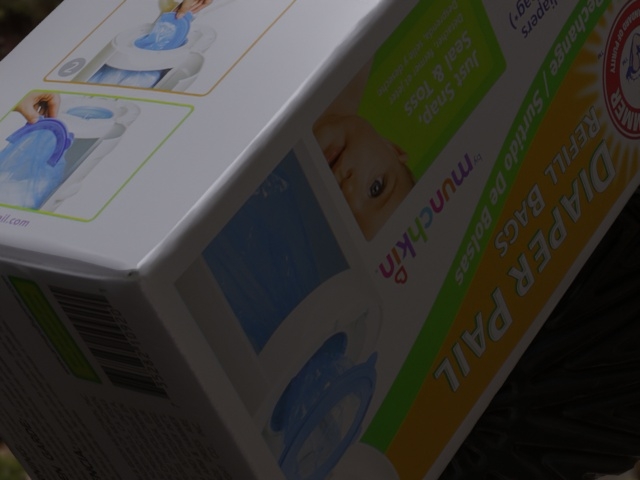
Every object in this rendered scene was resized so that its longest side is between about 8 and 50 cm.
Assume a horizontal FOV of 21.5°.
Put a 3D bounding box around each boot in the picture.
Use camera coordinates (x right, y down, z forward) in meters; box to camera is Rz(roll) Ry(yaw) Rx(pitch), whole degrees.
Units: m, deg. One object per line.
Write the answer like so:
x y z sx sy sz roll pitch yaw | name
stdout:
-0.002 0.000 0.971 0.367 0.146 0.445 -20 24 -9 | boot

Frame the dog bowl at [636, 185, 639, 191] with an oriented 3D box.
0.113 -0.174 0.714 0.150 0.408 0.408 -53 -5 20 | dog bowl

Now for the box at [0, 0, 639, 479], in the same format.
0.002 -0.027 0.433 0.103 0.114 0.203 10 49 40 | box
